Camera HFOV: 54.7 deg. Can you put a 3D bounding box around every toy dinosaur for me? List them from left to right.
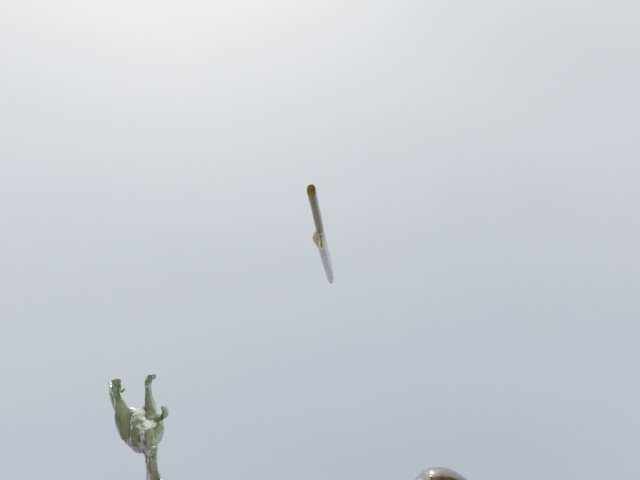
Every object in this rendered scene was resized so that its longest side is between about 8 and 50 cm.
[{"bbox_3d":[-0.298,0.291,0.980,0.053,0.242,0.167,1,-90,-42],"label":"toy dinosaur"}]

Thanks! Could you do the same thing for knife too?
[{"bbox_3d":[-0.001,0.000,0.964,0.022,0.256,0.046,-9,-123,3],"label":"knife"}]

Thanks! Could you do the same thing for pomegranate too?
[{"bbox_3d":[0.197,0.443,1.009,0.115,0.114,0.142,22,-124,-3],"label":"pomegranate"}]
